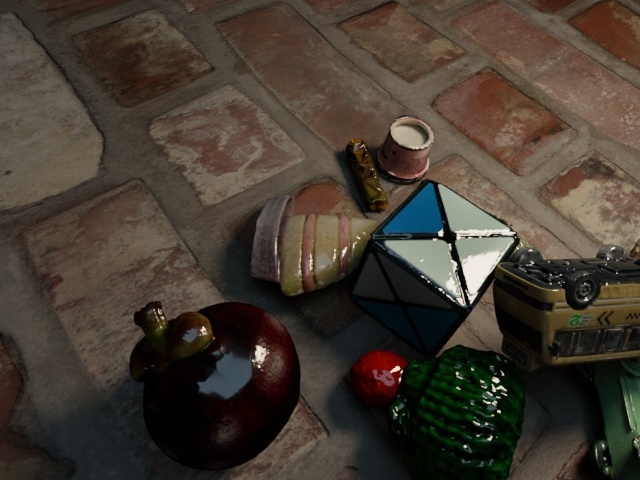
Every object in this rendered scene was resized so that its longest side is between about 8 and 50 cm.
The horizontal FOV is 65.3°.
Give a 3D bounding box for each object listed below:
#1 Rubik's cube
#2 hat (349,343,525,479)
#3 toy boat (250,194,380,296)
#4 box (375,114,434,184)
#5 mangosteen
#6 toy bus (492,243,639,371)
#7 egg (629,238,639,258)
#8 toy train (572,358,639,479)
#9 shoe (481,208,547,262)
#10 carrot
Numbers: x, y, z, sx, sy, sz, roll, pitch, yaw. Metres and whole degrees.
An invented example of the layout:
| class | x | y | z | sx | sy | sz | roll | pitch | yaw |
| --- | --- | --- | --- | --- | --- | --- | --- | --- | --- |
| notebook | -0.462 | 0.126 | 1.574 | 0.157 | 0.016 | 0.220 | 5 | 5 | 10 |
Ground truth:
| class | x | y | z | sx | sy | sz | roll | pitch | yaw |
| --- | --- | --- | --- | --- | --- | --- | --- | --- | --- |
| Rubik's cube | 0.239 | 0.058 | 1.093 | 0.246 | 0.248 | 0.250 | 36 | 59 | 17 |
| hat | 0.208 | 0.323 | 0.961 | 0.332 | 0.242 | 0.274 | 12 | 38 | 30 |
| toy boat | -0.032 | 0.008 | 1.152 | 0.293 | 0.111 | 0.276 | 15 | 51 | 18 |
| box | 0.234 | -0.252 | 1.364 | 0.151 | 0.135 | 0.151 | 2 | 56 | -4 |
| mangosteen | -0.179 | 0.245 | 0.891 | 0.297 | 0.293 | 0.297 | -4 | 51 | 5 |
| toy bus | 0.514 | 0.124 | 0.938 | 0.365 | 0.202 | 0.177 | -1 | 15 | -15 |
| egg | 0.868 | 0.051 | 1.199 | 0.245 | 0.203 | 0.203 | -25 | 63 | -10 |
| toy train | 0.667 | 0.358 | 1.016 | 0.237 | 0.150 | 0.369 | 17 | 54 | -9 |
| shoe | 0.451 | -0.001 | 1.249 | 0.274 | 0.098 | 0.103 | 29 | 62 | 10 |
| carrot | 0.123 | -0.178 | 1.344 | 0.068 | 0.069 | 0.229 | -9 | 59 | -13 |
